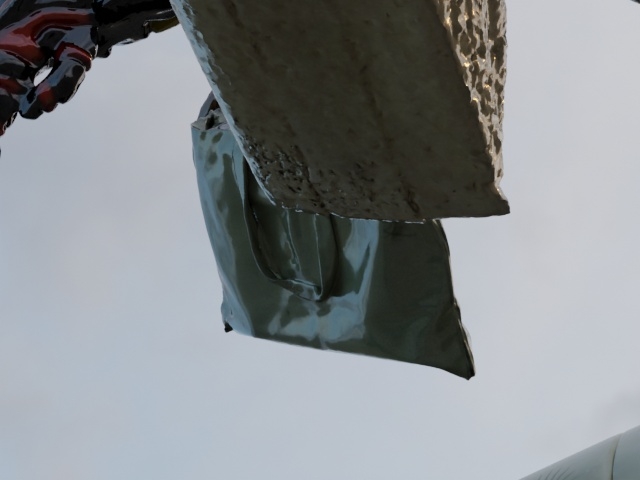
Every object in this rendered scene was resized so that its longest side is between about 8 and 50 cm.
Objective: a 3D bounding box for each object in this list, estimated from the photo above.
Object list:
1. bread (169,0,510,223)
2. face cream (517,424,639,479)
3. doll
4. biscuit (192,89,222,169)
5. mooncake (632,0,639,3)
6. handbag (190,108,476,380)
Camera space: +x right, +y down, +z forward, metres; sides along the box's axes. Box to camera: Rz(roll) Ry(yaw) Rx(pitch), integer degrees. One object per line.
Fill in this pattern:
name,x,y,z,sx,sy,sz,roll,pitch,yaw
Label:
bread,0.010,-0.089,0.432,0.077,0.105,0.152,7,-34,24
face cream,0.212,0.264,1.550,0.348,0.173,0.081,-30,-66,29
doll,-0.133,-0.149,1.023,0.249,0.127,0.088,-47,-9,-12
biscuit,-0.052,-0.117,1.864,0.187,0.027,0.188,-18,-51,-24
mooncake,0.324,-0.314,1.489,0.228,0.228,0.124,-25,-32,7
handbag,0.002,-0.003,1.662,0.109,0.315,0.253,-32,-61,-38
